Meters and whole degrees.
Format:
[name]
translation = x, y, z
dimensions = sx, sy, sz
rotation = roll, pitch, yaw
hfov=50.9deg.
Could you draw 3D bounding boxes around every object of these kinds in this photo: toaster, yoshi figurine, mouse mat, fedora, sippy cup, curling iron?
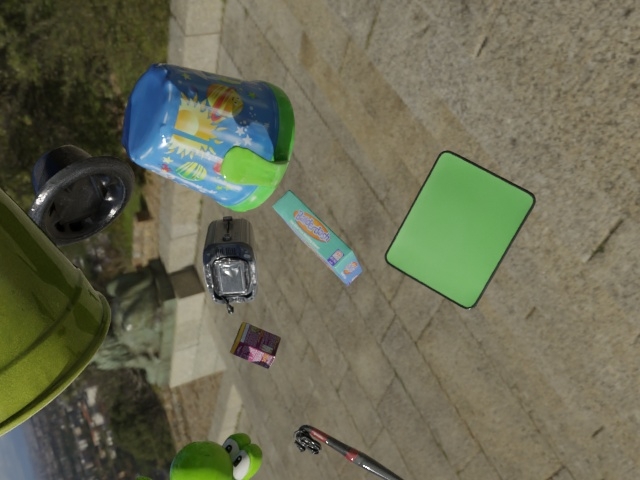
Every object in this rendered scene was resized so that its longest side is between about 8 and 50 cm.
[toaster]
translation = -0.217, 0.052, 1.662
dimensions = 0.147, 0.129, 0.227
rotation = -95, 2, -52
[yoshi figurine]
translation = -0.255, 0.491, 1.190
dimensions = 0.203, 0.362, 0.203
rotation = 36, 173, 0
[mouse mat]
translation = 0.195, -0.015, 0.960
dimensions = 0.152, 0.007, 0.190
rotation = 31, 102, 16
[fedora]
translation = -0.652, -0.138, 1.771
dimensions = 0.153, 0.334, 0.334
rotation = 51, 146, 17
[sippy cup]
translation = -0.199, -0.184, 1.129
dimensions = 0.305, 0.224, 0.240
rotation = -11, 72, 47
[curling iron]
translation = 0.067, 0.463, 1.435
dimensions = 0.035, 0.273, 0.068
rotation = -69, 5, -49

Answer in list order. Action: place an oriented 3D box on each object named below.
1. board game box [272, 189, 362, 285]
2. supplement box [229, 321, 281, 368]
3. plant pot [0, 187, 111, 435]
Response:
[board game box]
translation = 0.000, 0.000, 1.253
dimensions = 0.160, 0.047, 0.210
rotation = 45, 178, 14
[supplement box]
translation = -0.126, 0.203, 1.305
dimensions = 0.055, 0.083, 0.043
rotation = -73, 10, -52
[plant pot]
translation = -0.534, 0.042, 0.914
dimensions = 0.366, 0.366, 0.353
rotation = 29, 145, 54
